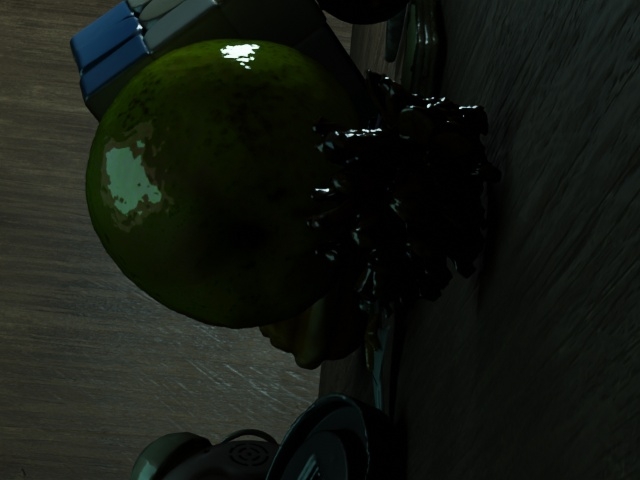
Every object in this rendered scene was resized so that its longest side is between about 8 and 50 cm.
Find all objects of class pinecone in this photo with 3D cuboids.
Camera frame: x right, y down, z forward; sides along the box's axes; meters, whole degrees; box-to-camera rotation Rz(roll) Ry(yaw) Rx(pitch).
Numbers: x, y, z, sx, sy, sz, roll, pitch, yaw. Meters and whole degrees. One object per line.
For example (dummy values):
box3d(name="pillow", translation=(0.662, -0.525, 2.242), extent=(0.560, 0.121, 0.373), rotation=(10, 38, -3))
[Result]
box3d(name="pinecone", translation=(0.065, -0.041, 1.035), extent=(0.179, 0.150, 0.195), rotation=(-111, 23, -72))

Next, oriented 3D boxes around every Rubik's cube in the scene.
box3d(name="Rubik's cube", translation=(-0.134, -0.225, 1.891), extent=(0.346, 0.347, 0.344), rotation=(56, 180, -28))

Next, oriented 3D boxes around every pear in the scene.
box3d(name="pear", translation=(-0.106, -0.069, 1.565), extent=(0.391, 0.391, 0.391), rotation=(-174, 90, -88))

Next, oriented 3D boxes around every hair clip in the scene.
box3d(name="hair clip", translation=(0.121, -0.373, 2.082), extent=(0.229, 0.039, 0.070), rotation=(97, 177, -49))

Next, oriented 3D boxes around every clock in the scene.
box3d(name="clock", translation=(0.004, 0.320, 1.489), extent=(0.280, 0.055, 0.280), rotation=(-48, 30, 40))
box3d(name="clock", translation=(-0.094, 0.396, 1.750), extent=(0.325, 0.342, 0.184), rotation=(-104, 25, -63))

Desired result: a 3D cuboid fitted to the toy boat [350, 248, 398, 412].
box3d(name="toy boat", translation=(0.083, 0.141, 1.628), extent=(0.220, 0.067, 0.291), rotation=(103, 162, -79))

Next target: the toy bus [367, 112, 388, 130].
box3d(name="toy bus", translation=(0.089, -0.092, 1.399), extent=(0.178, 0.087, 0.098), rotation=(95, -173, -84))

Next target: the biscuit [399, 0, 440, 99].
box3d(name="biscuit", translation=(0.122, -0.224, 1.548), extent=(0.199, 0.041, 0.121), rotation=(-84, -1, -59))

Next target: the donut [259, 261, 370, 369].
box3d(name="donut", translation=(0.000, 0.000, 2.158), extent=(0.449, 0.198, 0.448), rotation=(-172, 90, -85))

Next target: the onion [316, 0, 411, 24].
box3d(name="onion", translation=(0.057, -0.462, 1.818), extent=(0.314, 0.232, 0.313), rotation=(-13, -90, -78))
